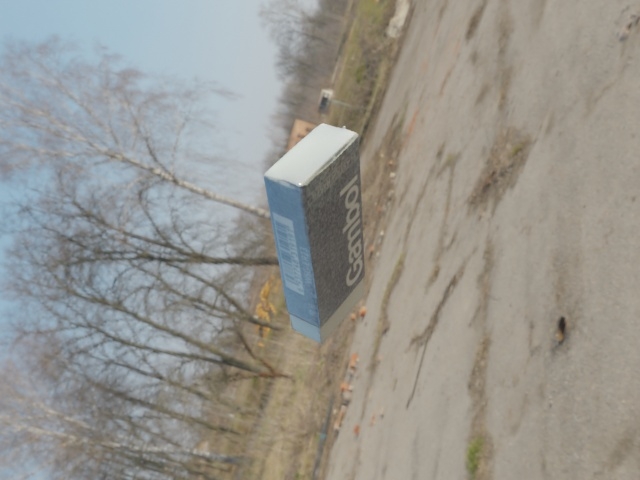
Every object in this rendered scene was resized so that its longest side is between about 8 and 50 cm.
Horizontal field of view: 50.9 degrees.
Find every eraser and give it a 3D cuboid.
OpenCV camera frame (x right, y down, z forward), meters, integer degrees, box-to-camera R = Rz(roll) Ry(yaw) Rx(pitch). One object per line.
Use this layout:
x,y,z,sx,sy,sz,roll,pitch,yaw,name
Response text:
0.000,0.000,0.652,0.092,0.046,0.212,-46,-34,-35,eraser
